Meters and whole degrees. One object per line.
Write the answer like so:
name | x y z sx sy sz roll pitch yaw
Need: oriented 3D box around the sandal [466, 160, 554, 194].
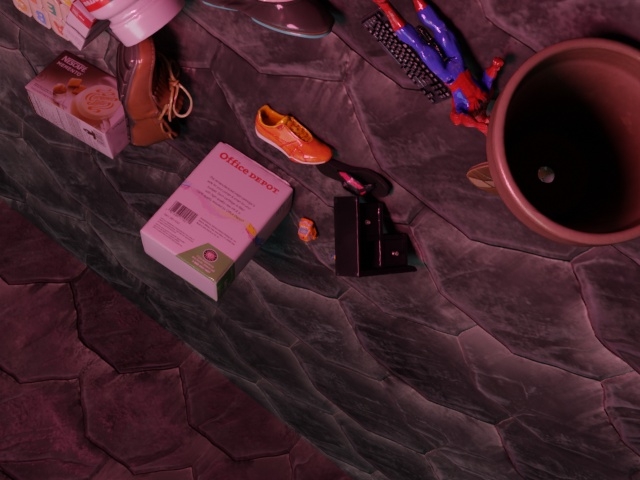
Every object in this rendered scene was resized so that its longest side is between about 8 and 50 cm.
sandal | 0.312 -0.120 1.442 0.072 0.049 0.180 43 140 -21

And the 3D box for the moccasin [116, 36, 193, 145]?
moccasin | -0.337 -0.300 1.881 0.147 0.139 0.380 -5 156 -7

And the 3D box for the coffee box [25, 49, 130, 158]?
coffee box | -0.531 -0.313 2.109 0.247 0.141 0.098 31 153 19

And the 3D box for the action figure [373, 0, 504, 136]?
action figure | 0.197 -0.250 1.305 0.280 0.091 0.139 51 171 -25

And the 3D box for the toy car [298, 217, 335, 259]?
toy car | 0.000 0.000 2.039 0.122 0.040 0.060 31 153 16

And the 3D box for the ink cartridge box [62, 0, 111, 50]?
ink cartridge box | -0.453 -0.451 1.830 0.056 0.099 0.135 43 153 -9

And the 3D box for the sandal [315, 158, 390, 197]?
sandal | 0.056 -0.114 1.781 0.179 0.040 0.067 22 149 31

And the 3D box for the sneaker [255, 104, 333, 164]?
sneaker | -0.054 -0.200 1.766 0.175 0.064 0.067 28 142 15

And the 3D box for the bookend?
bookend | 0.109 -0.010 1.817 0.072 0.157 0.156 2 93 52

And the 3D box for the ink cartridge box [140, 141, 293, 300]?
ink cartridge box | -0.219 -0.044 1.984 0.201 0.278 0.117 33 157 11

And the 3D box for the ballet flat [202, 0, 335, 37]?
ballet flat | -0.101 -0.401 1.472 0.280 0.095 0.096 23 138 29

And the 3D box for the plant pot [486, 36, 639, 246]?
plant pot | 0.336 -0.108 1.237 0.263 0.263 0.229 37 171 4

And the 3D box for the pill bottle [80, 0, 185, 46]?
pill bottle | -0.374 -0.489 1.595 0.161 0.161 0.283 2 136 51

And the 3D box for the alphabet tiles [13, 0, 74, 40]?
alphabet tiles | -0.622 -0.556 1.971 0.284 0.021 0.278 32 154 12

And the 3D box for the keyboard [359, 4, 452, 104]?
keyboard | 0.143 -0.287 1.414 0.180 0.023 0.108 45 153 -15
